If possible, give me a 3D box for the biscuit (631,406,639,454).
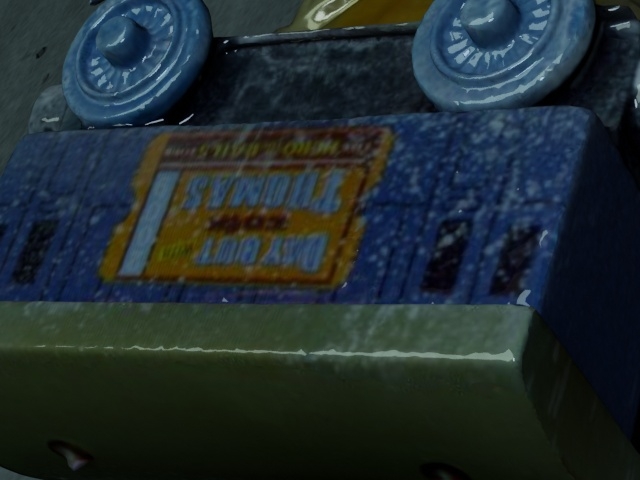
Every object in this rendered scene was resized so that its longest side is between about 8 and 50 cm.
[{"bbox_3d":[0.127,0.139,0.561,0.381,0.074,0.359,-78,13,-48],"label":"biscuit"}]

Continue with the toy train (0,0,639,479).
[{"bbox_3d":[0.000,0.000,0.690,0.299,0.131,0.202,-2,57,33],"label":"toy train"}]

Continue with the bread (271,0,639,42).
[{"bbox_3d":[0.040,0.016,0.871,0.236,0.183,0.389,15,62,44],"label":"bread"}]
